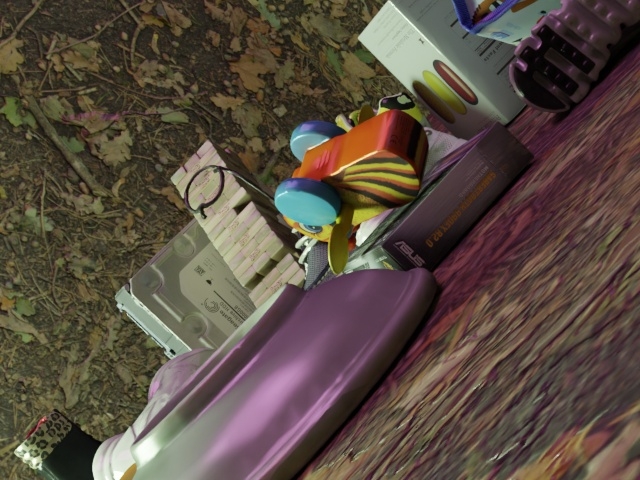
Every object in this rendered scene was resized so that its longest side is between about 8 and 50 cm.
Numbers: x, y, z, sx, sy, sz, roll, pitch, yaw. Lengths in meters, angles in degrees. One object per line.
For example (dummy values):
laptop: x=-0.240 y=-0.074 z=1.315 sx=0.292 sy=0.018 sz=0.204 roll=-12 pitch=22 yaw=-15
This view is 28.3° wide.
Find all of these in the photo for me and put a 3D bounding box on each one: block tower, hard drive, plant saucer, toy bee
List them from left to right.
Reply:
hard drive: x=-0.134 y=0.064 z=2.004 sx=0.339 sy=0.237 sz=0.064 roll=-47 pitch=1 yaw=-39
plant saucer: x=-0.066 y=0.147 z=1.156 sx=0.400 sy=0.100 sz=0.400 roll=-46 pitch=2 yaw=2
block tower: x=-0.105 y=-0.014 z=1.888 sx=0.091 sy=0.335 sz=0.097 roll=-46 pitch=-39 yaw=10
toy bee: x=0.019 y=-0.059 z=1.395 sx=0.298 sy=0.162 sz=0.195 roll=13 pitch=72 yaw=51

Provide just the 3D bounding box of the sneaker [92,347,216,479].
sneaker: x=-0.171 y=0.234 z=1.670 sx=0.152 sy=0.114 sz=0.305 roll=-28 pitch=16 yaw=31

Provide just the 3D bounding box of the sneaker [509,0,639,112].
sneaker: x=0.322 y=-0.262 z=1.402 sx=0.292 sy=0.110 sz=0.118 roll=-45 pitch=-6 yaw=8

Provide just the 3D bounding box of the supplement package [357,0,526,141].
supplement package: x=0.201 y=-0.276 z=1.865 sx=0.134 sy=0.244 sz=0.139 roll=-46 pitch=2 yaw=-24

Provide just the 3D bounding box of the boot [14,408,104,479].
boot: x=-0.294 y=0.285 z=1.710 sx=0.085 sy=0.178 sz=0.236 roll=-45 pitch=4 yaw=23

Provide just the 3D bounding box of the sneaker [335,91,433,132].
sneaker: x=0.069 y=-0.129 z=1.999 sx=0.145 sy=0.147 sz=0.385 roll=-18 pitch=0 yaw=-33

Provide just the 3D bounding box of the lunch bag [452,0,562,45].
lunch bag: x=0.333 y=-0.423 z=1.517 sx=0.385 sy=0.238 sz=0.328 roll=-36 pitch=-13 yaw=27

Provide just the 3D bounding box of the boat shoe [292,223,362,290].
boat shoe: x=0.000 y=0.000 z=1.719 sx=0.127 sy=0.158 sz=0.340 roll=-44 pitch=2 yaw=26

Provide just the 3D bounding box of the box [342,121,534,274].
box: x=0.118 y=-0.026 z=1.375 sx=0.183 sy=0.056 sz=0.231 roll=-46 pitch=3 yaw=-12

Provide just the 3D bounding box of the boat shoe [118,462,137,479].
boat shoe: x=-0.208 y=0.304 z=1.406 sx=0.073 sy=0.073 sz=0.207 roll=5 pitch=-32 yaw=-41

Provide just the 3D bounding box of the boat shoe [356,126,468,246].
boat shoe: x=0.100 y=-0.064 z=1.606 sx=0.277 sy=0.096 sz=0.098 roll=-43 pitch=-20 yaw=-51
